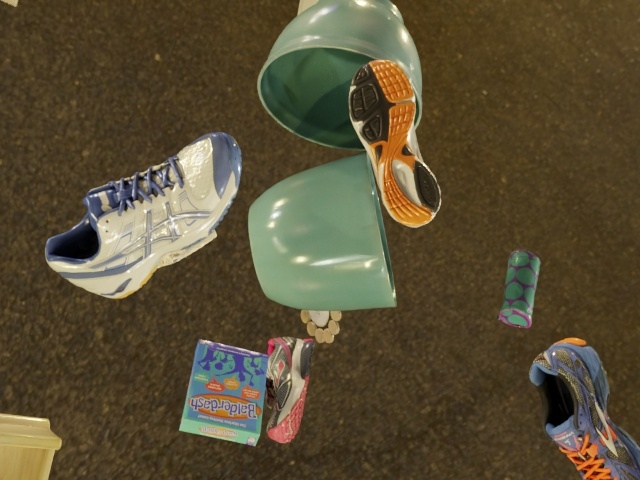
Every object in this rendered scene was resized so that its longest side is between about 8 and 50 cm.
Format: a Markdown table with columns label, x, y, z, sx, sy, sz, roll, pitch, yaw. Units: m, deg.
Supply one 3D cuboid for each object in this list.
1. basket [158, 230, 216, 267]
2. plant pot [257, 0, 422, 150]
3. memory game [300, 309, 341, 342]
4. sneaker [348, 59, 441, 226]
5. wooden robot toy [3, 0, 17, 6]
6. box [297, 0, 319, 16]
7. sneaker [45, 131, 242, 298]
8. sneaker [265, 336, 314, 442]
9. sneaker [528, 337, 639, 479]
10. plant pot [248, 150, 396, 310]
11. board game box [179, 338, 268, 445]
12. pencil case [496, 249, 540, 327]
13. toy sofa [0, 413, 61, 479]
| label | x | y | z | sx | sy | sz | roll | pitch | yaw |
| --- | --- | --- | --- | --- | --- | --- | --- | --- | --- |
| basket | -0.362 | -0.014 | 1.926 | 0.167 | 0.103 | 0.113 | -34 | 107 | -35 |
| plant pot | 0.052 | -0.325 | 1.373 | 0.293 | 0.293 | 0.196 | 21 | 63 | -15 |
| memory game | -0.003 | 0.167 | 1.898 | 0.012 | 0.186 | 0.186 | -8 | 63 | -33 |
| sneaker | 0.106 | -0.137 | 1.136 | 0.099 | 0.121 | 0.262 | -13 | 80 | 2 |
| wooden robot toy | -0.242 | -0.275 | 0.586 | 0.076 | 0.079 | 0.173 | -22 | 110 | -50 |
| box | 0.038 | -0.498 | 1.584 | 0.113 | 0.275 | 0.094 | 10 | 89 | -15 |
| sneaker | -0.230 | -0.037 | 0.980 | 0.131 | 0.296 | 0.112 | 30 | 22 | -49 |
| sneaker | -0.086 | 0.340 | 1.741 | 0.112 | 0.120 | 0.299 | 8 | 32 | 2 |
| sneaker | 0.292 | 0.220 | 0.845 | 0.087 | 0.083 | 0.221 | -3 | 62 | -37 |
| plant pot | 0.000 | 0.000 | 1.411 | 0.235 | 0.293 | 0.293 | -11 | 59 | 6 |
| board game box | -0.199 | 0.317 | 1.598 | 0.160 | 0.047 | 0.210 | 14 | 41 | -11 |
| pencil case | 0.385 | 0.094 | 1.468 | 0.065 | 0.070 | 0.151 | 13 | 56 | 11 |
| toy sofa | -0.516 | 0.444 | 1.135 | 0.150 | 0.177 | 0.362 | 15 | 81 | -29 |
